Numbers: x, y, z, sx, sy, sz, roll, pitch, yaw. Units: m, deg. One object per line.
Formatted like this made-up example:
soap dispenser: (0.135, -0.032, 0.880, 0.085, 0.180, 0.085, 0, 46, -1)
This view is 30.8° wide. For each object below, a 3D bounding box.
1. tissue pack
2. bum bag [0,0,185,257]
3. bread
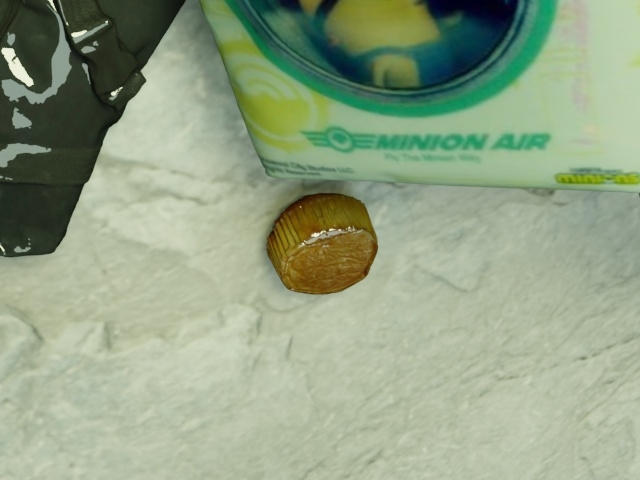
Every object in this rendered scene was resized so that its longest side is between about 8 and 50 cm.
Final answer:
tissue pack: (0.060, -0.209, 0.614, 0.287, 0.162, 0.388, 3, 135, 27)
bum bag: (-0.174, -0.099, 0.735, 0.123, 0.060, 0.248, 20, 114, -31)
bread: (0.000, 0.000, 0.880, 0.085, 0.053, 0.085, -13, 140, -11)
